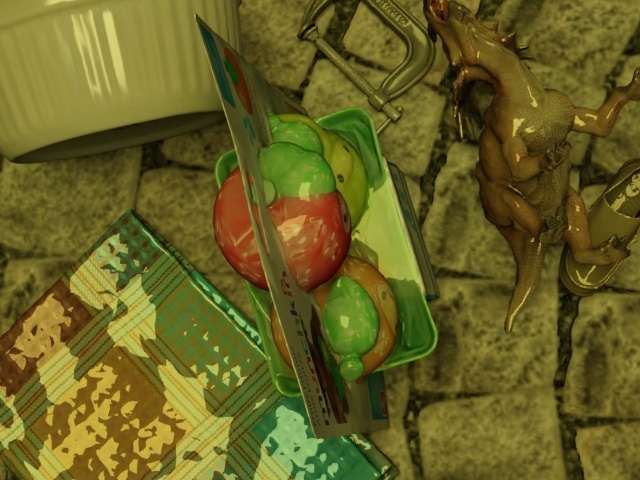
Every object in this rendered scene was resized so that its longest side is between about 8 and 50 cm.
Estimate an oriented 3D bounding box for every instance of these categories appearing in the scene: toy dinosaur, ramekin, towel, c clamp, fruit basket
[{"bbox_3d":[0.181,-0.075,1.142,0.127,0.200,0.296,-11,110,-33],"label":"toy dinosaur"},{"bbox_3d":[-0.194,-0.154,1.134,0.272,0.273,0.127,-12,91,4],"label":"ramekin"},{"bbox_3d":[-0.148,0.185,1.183,0.271,0.040,0.370,-45,79,-3],"label":"towel"},{"bbox_3d":[0.038,-0.185,1.228,0.137,0.022,0.161,-39,80,0],"label":"c clamp"},{"bbox_3d":[0.000,0.000,1.036,0.165,0.353,0.327,-17,79,4],"label":"fruit basket"}]

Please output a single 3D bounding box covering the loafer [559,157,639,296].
[{"bbox_3d":[0.271,-0.016,1.161,0.056,0.050,0.148,28,85,10],"label":"loafer"}]
